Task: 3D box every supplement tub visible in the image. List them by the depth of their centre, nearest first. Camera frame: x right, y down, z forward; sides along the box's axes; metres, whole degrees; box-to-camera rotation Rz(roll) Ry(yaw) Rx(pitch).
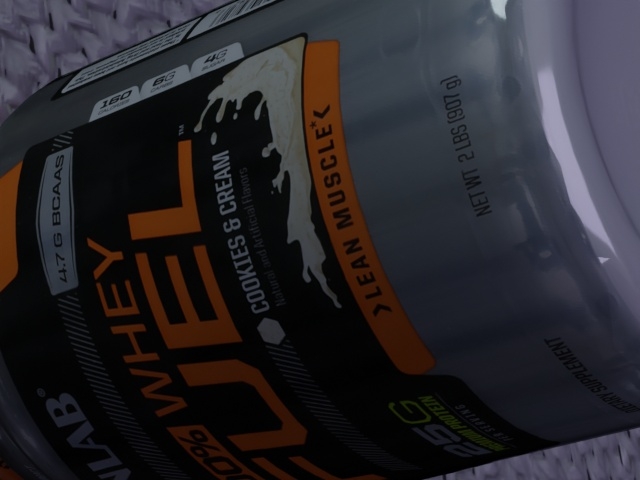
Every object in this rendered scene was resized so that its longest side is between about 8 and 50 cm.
[{"bbox_3d":[0.000,0.000,0.706,0.193,0.316,0.193,27,54,-44],"label":"supplement tub"}]
